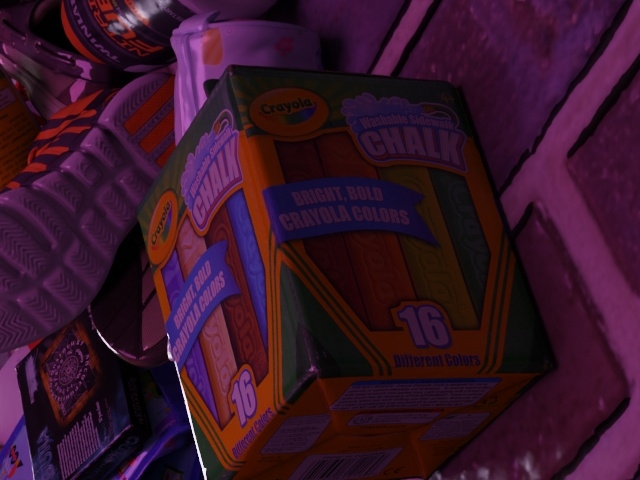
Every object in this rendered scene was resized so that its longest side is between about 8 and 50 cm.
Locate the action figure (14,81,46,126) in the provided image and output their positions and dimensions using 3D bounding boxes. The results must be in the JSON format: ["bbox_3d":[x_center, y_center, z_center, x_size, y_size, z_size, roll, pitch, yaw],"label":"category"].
[{"bbox_3d":[-0.300,-0.077,1.837,0.091,0.139,0.280,-18,93,54],"label":"action figure"}]

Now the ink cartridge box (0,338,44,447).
[{"bbox_3d":[-0.285,0.170,1.831,0.189,0.066,0.232,46,132,52],"label":"ink cartridge box"}]

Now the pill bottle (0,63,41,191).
[{"bbox_3d":[-0.304,-0.041,1.702,0.245,0.136,0.136,59,151,-9],"label":"pill bottle"}]

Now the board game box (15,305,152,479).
[{"bbox_3d":[-0.213,0.140,1.585,0.126,0.026,0.186,-43,39,20],"label":"board game box"}]

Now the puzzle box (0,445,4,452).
[{"bbox_3d":[-0.364,0.412,1.905,0.272,0.052,0.409,-5,93,64],"label":"puzzle box"}]

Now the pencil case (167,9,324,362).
[{"bbox_3d":[-0.059,-0.033,1.358,0.113,0.124,0.273,2,90,61],"label":"pencil case"}]

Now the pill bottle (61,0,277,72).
[{"bbox_3d":[-0.132,-0.214,1.485,0.246,0.130,0.130,-17,75,60],"label":"pill bottle"}]

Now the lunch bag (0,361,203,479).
[{"bbox_3d":[-0.202,0.211,1.625,0.221,0.138,0.293,47,118,54],"label":"lunch bag"}]

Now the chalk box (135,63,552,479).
[{"bbox_3d":[0.000,0.000,1.193,0.179,0.180,0.289,-51,48,48],"label":"chalk box"}]

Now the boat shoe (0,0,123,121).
[{"bbox_3d":[-0.263,-0.194,1.757,0.285,0.103,0.092,46,123,47],"label":"boat shoe"}]

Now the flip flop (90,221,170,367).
[{"bbox_3d":[-0.147,0.036,1.557,0.112,0.080,0.277,-41,25,-2],"label":"flip flop"}]

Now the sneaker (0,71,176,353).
[{"bbox_3d":[-0.235,-0.018,1.564,0.124,0.321,0.180,53,163,-15],"label":"sneaker"}]
